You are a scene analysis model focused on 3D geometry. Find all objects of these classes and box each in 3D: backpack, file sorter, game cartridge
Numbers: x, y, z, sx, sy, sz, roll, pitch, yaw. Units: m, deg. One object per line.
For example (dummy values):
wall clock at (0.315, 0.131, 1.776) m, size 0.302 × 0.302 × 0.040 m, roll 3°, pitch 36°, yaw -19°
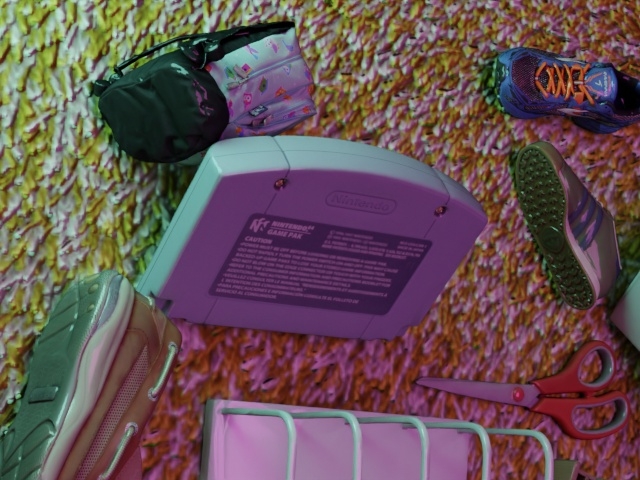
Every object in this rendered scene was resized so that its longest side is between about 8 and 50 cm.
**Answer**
backpack at (-0.090, -0.133, 1.269) m, size 0.182 × 0.152 × 0.115 m, roll -27°, pitch 106°, yaw -45°
file sorter at (0.048, 0.249, 1.270) m, size 0.277 × 0.173 × 0.193 m, roll 8°, pitch 81°, yaw -26°
game cartridge at (0.000, 0.000, 1.285) m, size 0.297 × 0.062 × 0.198 m, roll 9°, pitch 122°, yaw -34°

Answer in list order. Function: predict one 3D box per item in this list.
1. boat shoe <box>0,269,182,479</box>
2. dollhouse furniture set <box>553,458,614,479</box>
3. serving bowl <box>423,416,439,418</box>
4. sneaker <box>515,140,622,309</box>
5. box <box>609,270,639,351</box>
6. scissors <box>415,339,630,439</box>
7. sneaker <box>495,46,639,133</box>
boat shoe at (-0.200, 0.186, 1.162) m, size 0.116 × 0.123 × 0.324 m, roll 33°, pitch 69°, yaw -29°
dollhouse furniture set at (0.274, 0.298, 1.433) m, size 0.101 × 0.182 × 0.161 m, roll 30°, pitch 69°, yaw -28°
serving bowl at (0.102, 0.219, 1.418) m, size 0.083 × 0.027 × 0.083 m, roll 5°, pitch 82°, yaw -34°
sneaker at (0.279, -0.026, 1.550) m, size 0.086 × 0.064 × 0.192 m, roll -28°, pitch 101°, yaw -41°
box at (0.527, 0.124, 1.531) m, size 0.215 × 0.168 × 0.345 m, roll -21°, pitch 60°, yaw -36°
scissors at (0.224, 0.176, 1.510) m, size 0.297 × 0.021 × 0.109 m, roll -7°, pitch 90°, yaw -36°
sneaker at (0.282, -0.172, 1.549) m, size 0.221 × 0.087 × 0.083 m, roll 5°, pitch 81°, yaw -34°
